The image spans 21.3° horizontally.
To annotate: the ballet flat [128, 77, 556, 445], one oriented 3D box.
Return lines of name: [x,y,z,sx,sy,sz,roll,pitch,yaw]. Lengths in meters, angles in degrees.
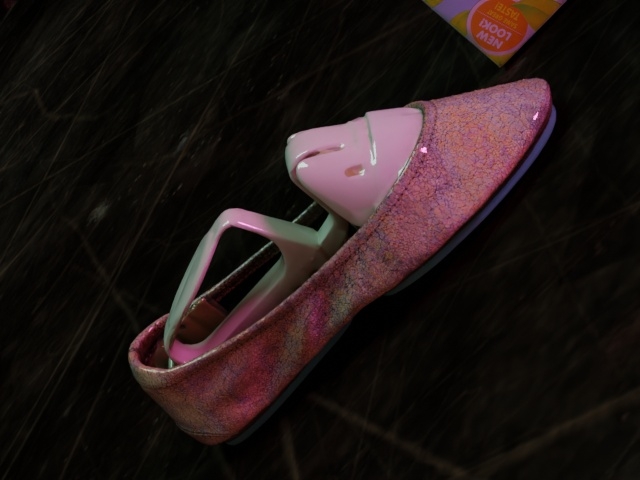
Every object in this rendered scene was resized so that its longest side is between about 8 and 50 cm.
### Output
ballet flat: [0.000,0.000,1.008,0.316,0.106,0.107,-46,20,17]

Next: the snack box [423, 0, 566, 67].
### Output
snack box: [0.118,-0.242,1.058,0.207,0.174,0.070,-46,17,20]
